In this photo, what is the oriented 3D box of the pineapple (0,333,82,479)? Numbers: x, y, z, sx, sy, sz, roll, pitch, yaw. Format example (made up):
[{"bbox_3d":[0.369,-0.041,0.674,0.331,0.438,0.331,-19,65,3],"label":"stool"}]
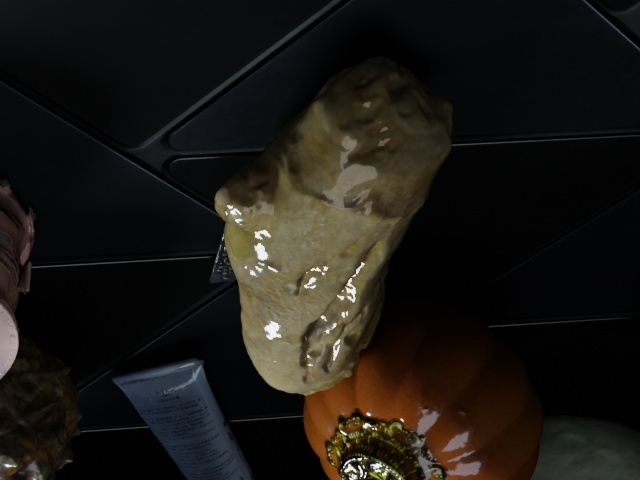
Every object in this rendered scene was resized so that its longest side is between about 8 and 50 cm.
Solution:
[{"bbox_3d":[-0.347,0.216,1.599,0.175,0.175,0.361,16,143,-27],"label":"pineapple"}]

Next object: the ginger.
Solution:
[{"bbox_3d":[0.000,0.000,1.422,0.190,0.126,0.354,-17,142,-24],"label":"ginger"}]

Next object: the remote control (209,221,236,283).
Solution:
[{"bbox_3d":[-0.074,0.002,1.497,0.034,0.016,0.091,-10,143,-25],"label":"remote control"}]

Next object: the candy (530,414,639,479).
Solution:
[{"bbox_3d":[0.218,0.338,1.793,0.427,0.186,0.386,12,117,-37],"label":"candy"}]

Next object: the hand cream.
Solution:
[{"bbox_3d":[-0.113,0.196,1.691,0.088,0.055,0.256,-11,139,14],"label":"hand cream"}]

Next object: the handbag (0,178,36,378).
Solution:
[{"bbox_3d":[-0.332,0.035,1.409,0.205,0.116,0.179,3,138,-14],"label":"handbag"}]

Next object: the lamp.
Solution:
[{"bbox_3d":[0.089,0.156,1.569,0.223,0.196,0.223,18,131,22],"label":"lamp"}]
